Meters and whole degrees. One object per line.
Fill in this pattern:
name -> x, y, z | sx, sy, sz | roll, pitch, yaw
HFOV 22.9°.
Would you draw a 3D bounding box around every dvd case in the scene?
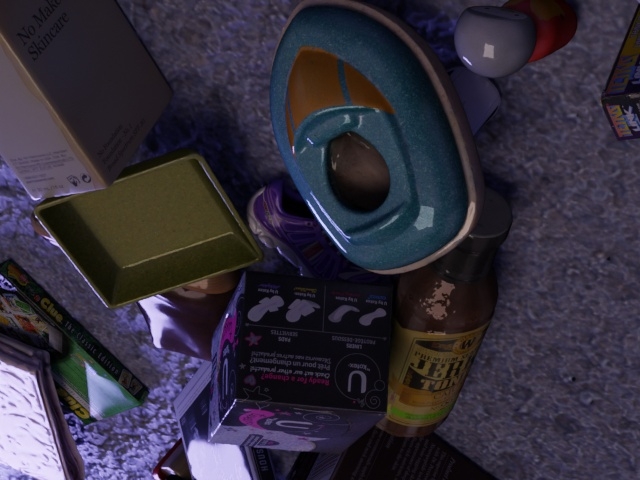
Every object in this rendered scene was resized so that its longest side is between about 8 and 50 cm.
dvd case -> -0.113, 0.265, 1.925 | 0.030, 0.238, 0.179 | -1, 150, -28

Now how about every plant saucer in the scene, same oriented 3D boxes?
plant saucer -> -0.179, -0.021, 1.673 | 0.188, 0.045, 0.188 | -18, 139, 11

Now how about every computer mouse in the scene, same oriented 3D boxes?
computer mouse -> 0.099, -0.101, 1.528 | 0.106, 0.042, 0.193 | 37, 140, -8

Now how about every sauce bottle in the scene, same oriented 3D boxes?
sauce bottle -> 0.121, 0.077, 1.650 | 0.111, 0.111, 0.344 | 23, 142, 8

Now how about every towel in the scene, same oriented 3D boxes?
towel -> -0.489, 0.198, 2.172 | 0.332, 0.053, 0.317 | 20, 144, 18

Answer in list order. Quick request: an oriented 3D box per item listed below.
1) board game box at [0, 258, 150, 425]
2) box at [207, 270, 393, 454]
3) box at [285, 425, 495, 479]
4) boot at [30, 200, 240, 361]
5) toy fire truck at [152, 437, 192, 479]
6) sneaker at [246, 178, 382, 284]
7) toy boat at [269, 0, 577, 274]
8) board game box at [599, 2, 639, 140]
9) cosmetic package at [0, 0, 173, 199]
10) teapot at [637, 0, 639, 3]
board game box -> -0.354, 0.137, 2.065 | 0.136, 0.030, 0.259 | -24, 118, 42
box -> -0.028, 0.138, 1.687 | 0.163, 0.142, 0.247 | 6, 161, -9
box -> 0.070, 0.325, 1.898 | 0.203, 0.168, 0.167 | 38, 140, -9
boot -> -0.210, 0.052, 1.836 | 0.248, 0.090, 0.207 | 11, 134, 16
toy fire truck -> -0.155, 0.374, 2.128 | 0.217, 0.158, 0.246 | 45, 158, -11
sneaker -> 0.000, 0.000, 1.681 | 0.170, 0.068, 0.071 | 36, 128, -13
toy boat -> 0.078, -0.124, 1.401 | 0.318, 0.148, 0.267 | -32, 85, 36
board game box -> 0.311, -0.155, 1.242 | 0.141, 0.170, 0.048 | -5, 131, 36
cosmetic package -> -0.291, -0.208, 1.559 | 0.113, 0.160, 0.309 | -6, 130, 34
teapot -> 0.332, -0.258, 1.121 | 0.256, 0.187, 0.252 | 31, 116, 24
